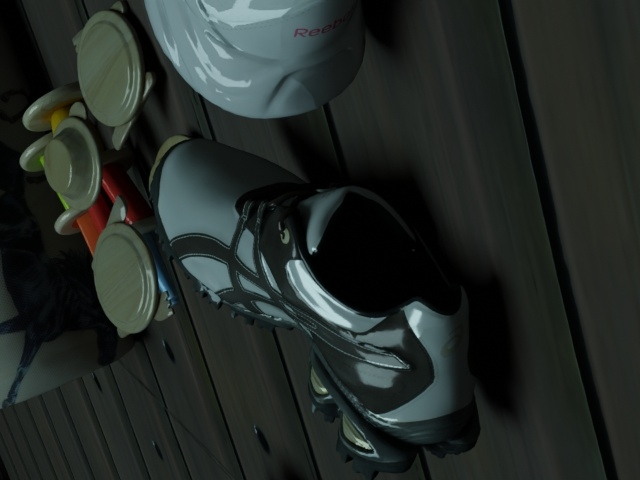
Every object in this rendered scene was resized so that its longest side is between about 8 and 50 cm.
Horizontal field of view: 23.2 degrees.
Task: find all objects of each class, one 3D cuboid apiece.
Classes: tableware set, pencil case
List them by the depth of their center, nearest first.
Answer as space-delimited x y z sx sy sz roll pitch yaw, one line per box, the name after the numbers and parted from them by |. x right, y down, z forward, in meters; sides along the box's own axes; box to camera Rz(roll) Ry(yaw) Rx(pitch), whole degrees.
-0.109 -0.037 0.871 0.141 0.020 0.169 -50 61 43 | tableware set
-0.282 -0.058 1.165 0.183 0.160 0.410 -2 112 53 | pencil case

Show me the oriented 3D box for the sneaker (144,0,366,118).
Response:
-0.051 -0.161 0.546 0.232 0.090 0.115 50 152 15 | sneaker

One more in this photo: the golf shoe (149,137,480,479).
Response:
0.000 0.000 0.626 0.198 0.077 0.094 43 142 35 | golf shoe

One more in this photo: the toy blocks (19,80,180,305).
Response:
-0.135 -0.012 0.994 0.148 0.054 0.123 61 161 12 | toy blocks
